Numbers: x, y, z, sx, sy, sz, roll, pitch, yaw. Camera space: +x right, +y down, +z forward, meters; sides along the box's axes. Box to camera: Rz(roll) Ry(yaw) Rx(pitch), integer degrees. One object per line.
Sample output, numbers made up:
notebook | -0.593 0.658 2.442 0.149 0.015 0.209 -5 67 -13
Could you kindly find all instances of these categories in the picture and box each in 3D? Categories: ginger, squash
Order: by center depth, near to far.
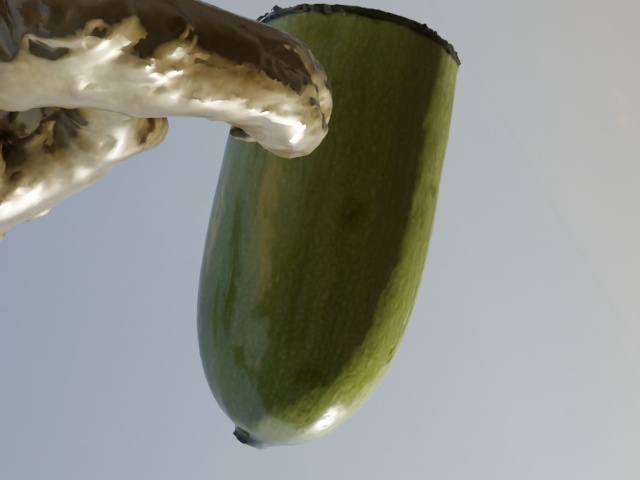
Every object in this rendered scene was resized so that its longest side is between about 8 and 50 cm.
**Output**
ginger | -0.128 -0.021 0.383 0.149 0.259 0.065 44 -154 -61
squash | 0.000 0.000 0.665 0.132 0.133 0.247 24 -109 -48
